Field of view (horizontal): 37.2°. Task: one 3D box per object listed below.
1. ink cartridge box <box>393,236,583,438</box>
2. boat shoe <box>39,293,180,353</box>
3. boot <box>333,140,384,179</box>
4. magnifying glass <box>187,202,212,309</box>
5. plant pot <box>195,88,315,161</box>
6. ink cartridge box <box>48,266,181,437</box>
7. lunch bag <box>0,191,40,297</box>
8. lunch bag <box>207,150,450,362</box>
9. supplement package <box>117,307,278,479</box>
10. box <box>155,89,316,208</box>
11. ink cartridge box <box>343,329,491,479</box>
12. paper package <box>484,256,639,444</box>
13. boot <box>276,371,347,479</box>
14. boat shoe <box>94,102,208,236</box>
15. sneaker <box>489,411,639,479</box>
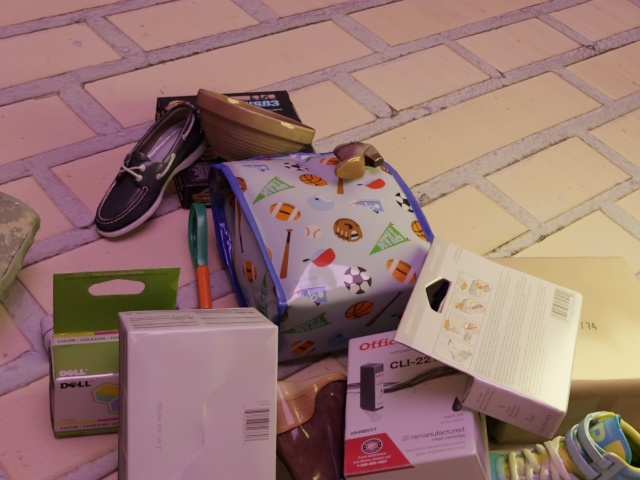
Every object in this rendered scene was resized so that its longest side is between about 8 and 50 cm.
[{"bbox_3d":[0.257,0.137,1.454,0.261,0.066,0.296,22,36,7],"label":"ink cartridge box"},{"bbox_3d":[-0.347,0.120,1.560,0.226,0.083,0.075,-12,49,-26],"label":"boat shoe"},{"bbox_3d":[0.051,-0.145,1.683,0.119,0.042,0.087,-15,32,-34],"label":"boot"},{"bbox_3d":[-0.216,0.032,1.706,0.026,0.092,0.230,1,53,-19],"label":"magnifying glass"},{"bbox_3d":[-0.136,-0.201,1.820,0.238,0.109,0.237,19,10,-3],"label":"plant pot"},{"bbox_3d":[-0.299,0.165,1.393,0.189,0.255,0.097,-2,42,-18],"label":"ink cartridge box"},{"bbox_3d":[-0.618,0.025,1.527,0.287,0.168,0.235,11,41,3],"label":"lunch bag"},{"bbox_3d":[0.000,0.000,1.682,0.328,0.238,0.385,-9,54,-23],"label":"lunch bag"},{"bbox_3d":[-0.174,0.235,1.325,0.204,0.261,0.145,-1,8,-18],"label":"supplement package"},{"bbox_3d":[-0.170,-0.194,1.968,0.296,0.073,0.293,-6,45,-20],"label":"box"},{"bbox_3d":[0.147,0.264,1.461,0.197,0.114,0.272,-13,38,14],"label":"ink cartridge box"},{"bbox_3d":[0.415,0.181,1.648,0.325,0.168,0.309,0,43,-15],"label":"paper package"},{"bbox_3d":[0.004,0.312,1.447,0.248,0.090,0.206,8,58,-62],"label":"boot"},{"bbox_3d":[-0.329,-0.138,1.790,0.114,0.091,0.302,16,56,26],"label":"boat shoe"},{"bbox_3d":[0.349,0.329,1.433,0.319,0.208,0.127,5,43,-8],"label":"sneaker"}]
